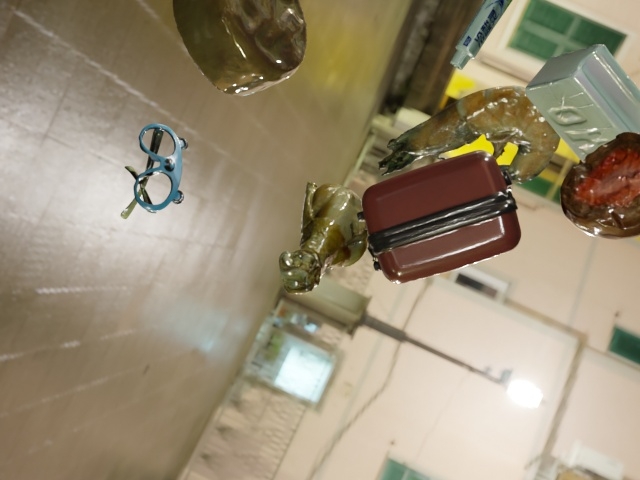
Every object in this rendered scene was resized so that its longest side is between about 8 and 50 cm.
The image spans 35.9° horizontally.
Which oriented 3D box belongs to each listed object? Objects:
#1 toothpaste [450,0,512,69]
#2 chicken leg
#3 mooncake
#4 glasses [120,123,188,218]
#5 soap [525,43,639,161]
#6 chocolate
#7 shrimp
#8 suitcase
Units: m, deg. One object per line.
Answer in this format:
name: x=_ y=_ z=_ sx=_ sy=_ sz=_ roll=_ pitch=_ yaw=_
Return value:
toothpaste: x=0.368 y=-0.494 z=2.094 sx=0.297 sy=0.075 sz=0.048 roll=-57 pitch=-144 yaw=-1
chicken leg: x=0.000 y=0.000 z=2.161 sx=0.152 sy=0.201 sz=0.429 roll=-22 pitch=-164 yaw=26
mooncake: x=-0.152 y=-0.443 z=1.991 sx=0.155 sy=0.284 sz=0.284 roll=-19 pitch=-155 yaw=34
glasses: x=-0.416 y=-0.144 z=2.289 sx=0.207 sy=0.102 sz=0.239 roll=-25 pitch=-128 yaw=31
soap: x=0.508 y=-0.206 z=1.759 sx=0.095 sy=0.289 sz=0.173 roll=-49 pitch=-163 yaw=-14
chocolate: x=0.358 y=-0.061 z=1.198 sx=0.124 sy=0.133 sz=0.127 roll=-70 pitch=145 yaw=-51
shrimp: x=0.340 y=-0.212 z=2.285 sx=0.272 sy=0.445 sz=0.085 roll=54 pitch=32 yaw=-33
suitcase: x=0.192 y=-0.031 z=1.542 sx=0.297 sy=0.236 sz=0.161 roll=14 pitch=59 yaw=-80
